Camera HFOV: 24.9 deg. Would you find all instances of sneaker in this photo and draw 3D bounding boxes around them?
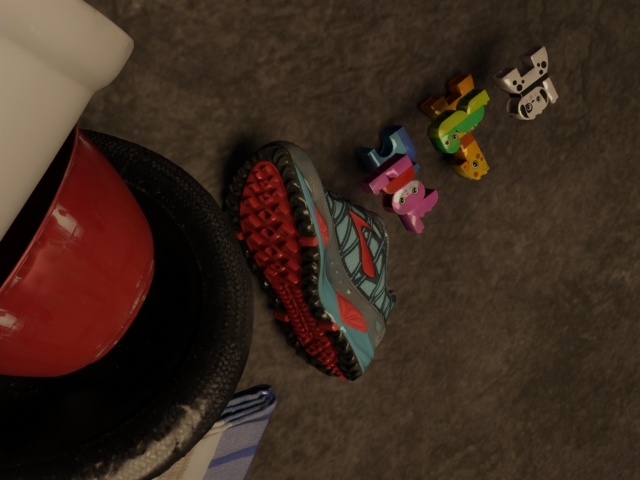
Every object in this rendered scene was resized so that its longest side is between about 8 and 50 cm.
[{"bbox_3d":[0.000,0.000,1.315,0.125,0.104,0.262,-51,139,-33],"label":"sneaker"}]

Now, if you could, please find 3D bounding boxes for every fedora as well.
[{"bbox_3d":[-0.218,0.076,1.080,0.334,0.334,0.152,-40,166,-19],"label":"fedora"}]

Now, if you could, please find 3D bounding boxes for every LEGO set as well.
[{"bbox_3d":[0.126,-0.084,1.364,0.227,0.087,0.093,-38,114,-20],"label":"LEGO set"}]

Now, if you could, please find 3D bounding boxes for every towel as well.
[{"bbox_3d":[-0.175,0.229,1.248,0.285,0.034,0.209,-15,143,-36],"label":"towel"}]

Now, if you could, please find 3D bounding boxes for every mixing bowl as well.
[{"bbox_3d":[-0.174,0.021,0.949,0.098,0.181,0.181,34,86,-23],"label":"mixing bowl"}]

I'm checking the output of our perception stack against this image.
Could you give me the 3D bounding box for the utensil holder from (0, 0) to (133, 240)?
[{"bbox_3d":[-0.345,-0.040,0.844,0.327,0.327,0.385,30,92,-43],"label":"utensil holder"}]
